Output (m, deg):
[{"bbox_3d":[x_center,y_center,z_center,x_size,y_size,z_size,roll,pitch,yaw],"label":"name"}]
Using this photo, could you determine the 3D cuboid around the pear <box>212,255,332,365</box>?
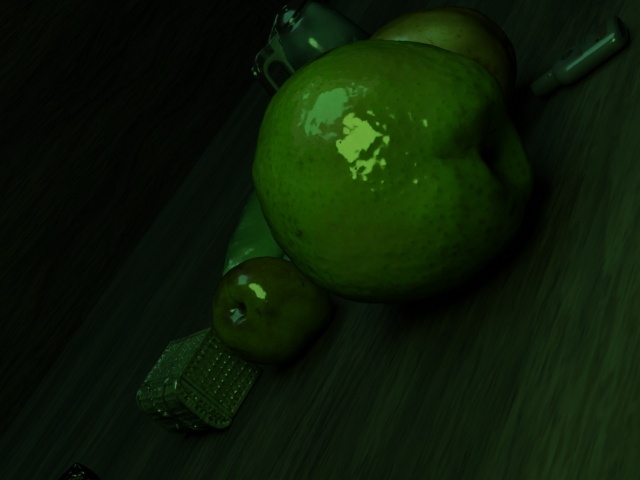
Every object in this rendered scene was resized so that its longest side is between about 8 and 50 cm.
[{"bbox_3d":[-0.088,0.117,1.535,0.200,0.200,0.200,-44,18,18],"label":"pear"}]

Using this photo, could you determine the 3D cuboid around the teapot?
[{"bbox_3d":[-0.020,-0.480,2.422,0.315,0.312,0.233,-53,16,-13],"label":"teapot"}]

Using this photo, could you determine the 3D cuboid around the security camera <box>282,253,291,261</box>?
[{"bbox_3d":[0.000,0.000,1.760,0.157,0.080,0.301,-6,55,63],"label":"security camera"}]

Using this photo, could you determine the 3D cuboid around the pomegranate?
[{"bbox_3d":[0.194,-0.259,1.512,0.307,0.307,0.307,-44,18,18],"label":"pomegranate"}]

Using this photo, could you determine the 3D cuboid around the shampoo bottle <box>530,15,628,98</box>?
[{"bbox_3d":[0.402,-0.281,1.411,0.165,0.040,0.080,-36,23,35],"label":"shampoo bottle"}]

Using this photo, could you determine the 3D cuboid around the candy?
[{"bbox_3d":[-0.115,-0.001,1.973,0.142,0.132,0.343,3,40,13],"label":"candy"}]

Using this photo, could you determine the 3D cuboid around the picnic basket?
[{"bbox_3d":[-0.232,0.269,1.654,0.196,0.134,0.154,-22,28,55],"label":"picnic basket"}]

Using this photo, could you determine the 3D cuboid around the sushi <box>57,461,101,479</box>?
[{"bbox_3d":[-0.503,0.515,1.878,0.083,0.084,0.056,-51,18,-4],"label":"sushi"}]

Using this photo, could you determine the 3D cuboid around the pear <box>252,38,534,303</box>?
[{"bbox_3d":[0.106,-0.091,1.232,0.391,0.391,0.391,-44,18,18],"label":"pear"}]
